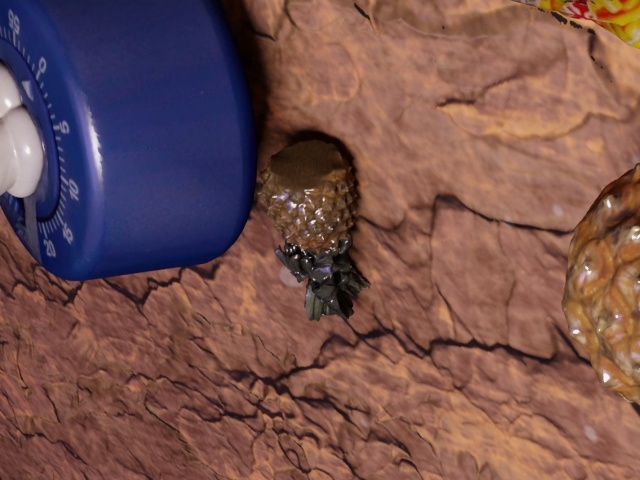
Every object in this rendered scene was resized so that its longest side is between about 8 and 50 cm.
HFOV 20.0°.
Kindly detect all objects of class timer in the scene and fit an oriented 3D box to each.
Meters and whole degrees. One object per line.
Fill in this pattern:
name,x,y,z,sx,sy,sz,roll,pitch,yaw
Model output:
timer,-0.267,-0.066,1.312,0.270,0.383,0.270,38,137,46

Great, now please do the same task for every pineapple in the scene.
pineapple,0.000,0.000,1.374,0.074,0.074,0.159,28,145,34
pineapple,0.280,0.024,0.985,0.279,0.158,0.158,-2,119,39

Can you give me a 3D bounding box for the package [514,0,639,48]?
package,0.103,-0.209,0.985,0.288,0.108,0.223,24,148,15
